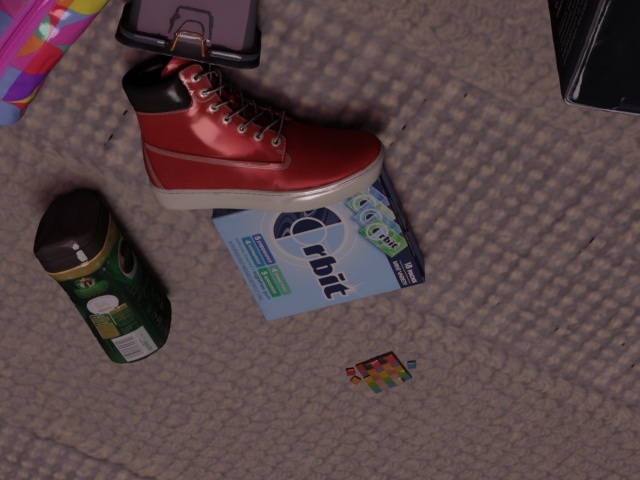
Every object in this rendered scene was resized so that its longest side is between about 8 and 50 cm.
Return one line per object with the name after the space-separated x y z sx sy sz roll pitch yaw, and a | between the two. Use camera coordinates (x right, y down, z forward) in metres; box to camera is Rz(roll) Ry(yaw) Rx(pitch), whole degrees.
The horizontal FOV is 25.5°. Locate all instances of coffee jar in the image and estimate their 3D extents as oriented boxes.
-0.233 0.039 1.513 0.079 0.096 0.184 -18 127 14 | coffee jar

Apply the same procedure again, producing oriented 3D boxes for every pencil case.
-0.261 -0.209 1.299 0.104 0.104 0.236 29 127 -20 | pencil case

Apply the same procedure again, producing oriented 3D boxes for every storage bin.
-0.113 -0.220 1.291 0.135 0.098 0.091 10 120 -6 | storage bin

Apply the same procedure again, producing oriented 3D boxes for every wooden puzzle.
0.073 0.155 1.656 0.083 0.006 0.049 -23 126 21 | wooden puzzle

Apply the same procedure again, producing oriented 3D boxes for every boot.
-0.065 -0.119 1.377 0.244 0.088 0.176 -3 129 10 | boot

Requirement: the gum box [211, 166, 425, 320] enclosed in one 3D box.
0.000 0.000 1.503 0.184 0.041 0.157 -14 128 16 | gum box

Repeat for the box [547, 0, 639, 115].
0.325 -0.267 1.021 0.293 0.395 0.212 10 132 -5 | box
